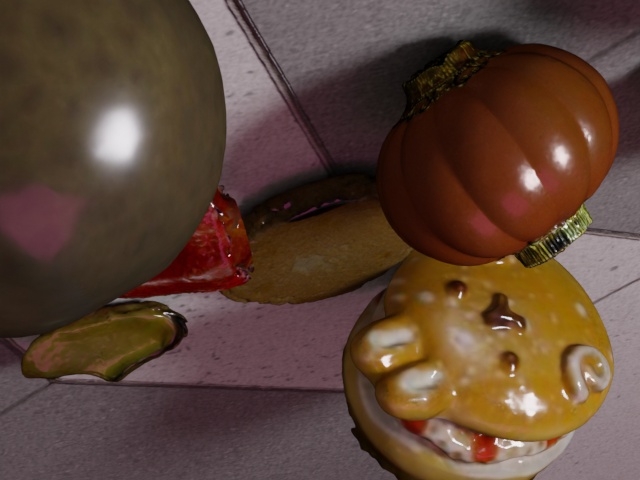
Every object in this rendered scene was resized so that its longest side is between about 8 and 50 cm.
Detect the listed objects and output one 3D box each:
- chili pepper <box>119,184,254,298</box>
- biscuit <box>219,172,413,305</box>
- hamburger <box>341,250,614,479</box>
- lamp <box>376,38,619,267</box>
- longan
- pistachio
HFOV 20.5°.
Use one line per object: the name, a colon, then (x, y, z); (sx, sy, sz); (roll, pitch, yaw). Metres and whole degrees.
chili pepper: (-0.192, -0.004, 1.560); (0.252, 0.136, 0.144); (-11, 180, 4)
biscuit: (0.000, 0.000, 1.742); (0.226, 0.042, 0.226); (-16, 154, -8)
hamburger: (0.149, 0.116, 1.809); (0.302, 0.261, 0.186); (-8, 149, -25)
lamp: (0.152, -0.075, 1.530); (0.223, 0.196, 0.223); (-34, -175, 4)
longan: (-0.217, -0.085, 1.205); (0.319, 0.319, 0.319); (-14, 153, -7)
pistachio: (-0.219, 0.101, 1.793); (0.173, 0.049, 0.089); (-13, 128, -5)
